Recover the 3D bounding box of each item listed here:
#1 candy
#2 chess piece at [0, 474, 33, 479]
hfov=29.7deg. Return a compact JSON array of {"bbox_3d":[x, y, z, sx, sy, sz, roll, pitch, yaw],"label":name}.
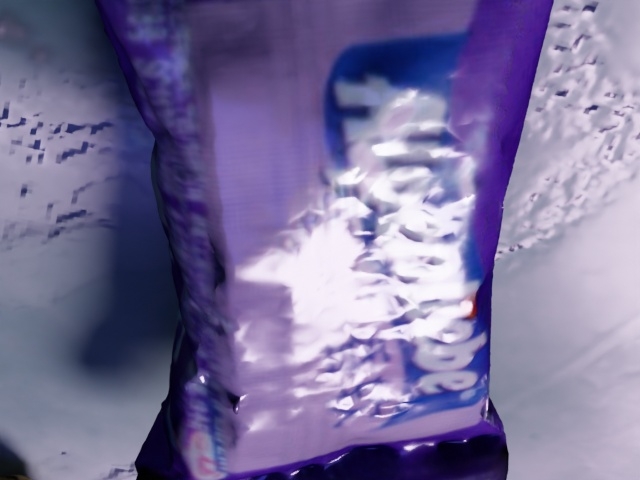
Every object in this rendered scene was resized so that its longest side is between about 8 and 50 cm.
[{"bbox_3d":[0.000,0.000,0.392,0.145,0.070,0.275,-4,125,-5],"label":"candy"},{"bbox_3d":[-0.105,0.157,0.531,0.060,0.060,0.172,-27,122,20],"label":"chess piece"}]
